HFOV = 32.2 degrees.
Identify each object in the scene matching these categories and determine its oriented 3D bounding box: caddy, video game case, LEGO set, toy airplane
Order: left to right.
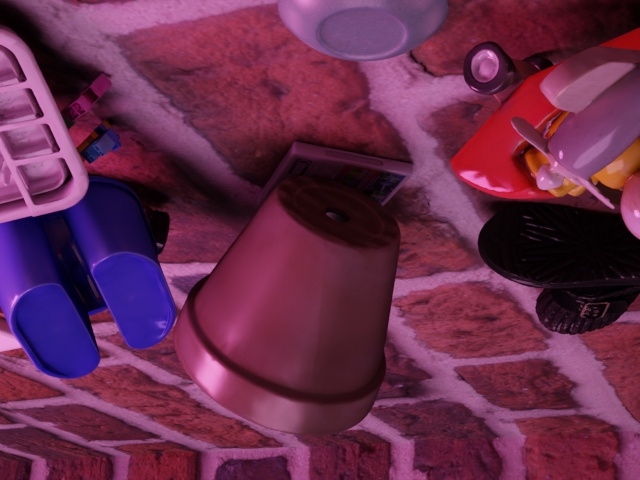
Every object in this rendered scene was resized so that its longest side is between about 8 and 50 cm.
[{"bbox_3d":[-0.349,0.045,1.603,0.241,0.179,0.341,-24,149,-10],"label":"caddy"},{"bbox_3d":[-0.317,-0.149,1.487,0.087,0.093,0.227,48,144,-17],"label":"LEGO set"},{"bbox_3d":[0.018,-0.083,1.671,0.183,0.023,0.201,10,155,-16],"label":"video game case"},{"bbox_3d":[0.362,-0.134,1.177,0.386,0.272,0.384,-11,170,-10],"label":"toy airplane"}]

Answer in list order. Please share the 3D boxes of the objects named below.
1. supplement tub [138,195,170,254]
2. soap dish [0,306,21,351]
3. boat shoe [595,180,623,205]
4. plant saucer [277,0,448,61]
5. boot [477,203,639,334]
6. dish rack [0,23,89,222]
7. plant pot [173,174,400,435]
[{"bbox_3d":[-0.339,-0.030,1.732,0.198,0.106,0.106,11,156,-21],"label":"supplement tub"},{"bbox_3d":[-0.713,0.141,2.166,0.291,0.118,0.229,-13,153,32],"label":"soap dish"},{"bbox_3d":[0.407,-0.101,1.566,0.056,0.048,0.153,-2,154,44],"label":"boat shoe"},{"bbox_3d":[0.047,-0.247,1.253,0.195,0.037,0.195,2,158,1],"label":"plant saucer"},{"bbox_3d":[0.392,0.058,1.825,0.348,0.131,0.260,7,157,-11],"label":"boot"},{"bbox_3d":[-0.481,-0.135,1.382,0.332,0.072,0.285,-14,134,3],"label":"dish rack"},{"bbox_3d":[-0.021,0.073,1.608,0.323,0.323,0.280,12,121,-20],"label":"plant pot"}]
